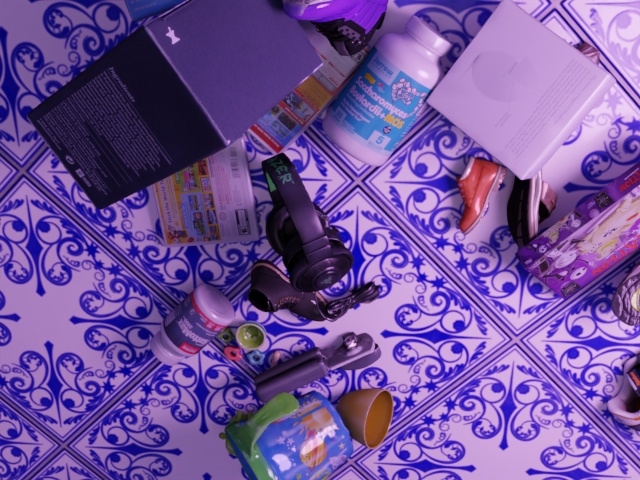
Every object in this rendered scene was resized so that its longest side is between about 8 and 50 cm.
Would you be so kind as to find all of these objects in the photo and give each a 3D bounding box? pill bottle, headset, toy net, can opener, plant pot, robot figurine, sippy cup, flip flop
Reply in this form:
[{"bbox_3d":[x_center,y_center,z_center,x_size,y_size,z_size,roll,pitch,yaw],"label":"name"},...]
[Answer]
[{"bbox_3d":[0.129,-0.279,1.432,0.146,0.146,0.264,32,111,-9],"label":"pill bottle"},{"bbox_3d":[0.000,0.000,1.532,0.185,0.243,0.394,-23,125,-7],"label":"headset"},{"bbox_3d":[-0.142,0.283,1.745,0.122,0.045,0.232,-22,109,12],"label":"toy net"},{"bbox_3d":[-0.002,0.289,1.699,0.284,0.076,0.095,-25,119,3],"label":"can opener"},{"bbox_3d":[0.091,0.388,1.734,0.095,0.134,0.134,10,116,31],"label":"plant pot"},{"bbox_3d":[-0.185,0.454,1.808,0.101,0.067,0.115,9,114,-12],"label":"robot figurine"},{"bbox_3d":[-0.057,0.452,1.694,0.224,0.305,0.240,-30,83,-16],"label":"sippy cup"},{"bbox_3d":[-0.283,0.189,1.685,0.108,0.108,0.180,42,110,-12],"label":"pill bottle"},{"bbox_3d":[0.422,-0.096,1.515,0.080,0.112,0.277,-4,107,-9],"label":"flip flop"}]

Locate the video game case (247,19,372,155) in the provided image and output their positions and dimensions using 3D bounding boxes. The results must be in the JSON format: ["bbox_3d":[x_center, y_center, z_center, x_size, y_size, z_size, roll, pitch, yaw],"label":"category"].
[{"bbox_3d":[-0.062,-0.326,1.494,0.204,0.025,0.285,42,110,-12],"label":"video game case"}]

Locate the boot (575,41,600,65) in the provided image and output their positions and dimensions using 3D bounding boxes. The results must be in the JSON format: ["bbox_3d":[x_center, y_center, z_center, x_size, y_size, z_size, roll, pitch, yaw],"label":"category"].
[{"bbox_3d":[0.453,-0.346,1.437,0.114,0.037,0.106,-27,106,11],"label":"boot"}]

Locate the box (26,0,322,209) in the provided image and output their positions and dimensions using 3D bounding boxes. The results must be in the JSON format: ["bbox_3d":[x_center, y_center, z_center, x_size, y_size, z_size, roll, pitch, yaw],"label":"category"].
[{"bbox_3d":[-0.249,-0.256,1.315,0.396,0.293,0.212,-18,113,45],"label":"box"}]

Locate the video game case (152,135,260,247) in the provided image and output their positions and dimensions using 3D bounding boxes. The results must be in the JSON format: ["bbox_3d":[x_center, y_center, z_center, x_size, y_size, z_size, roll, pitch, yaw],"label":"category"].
[{"bbox_3d":[-0.242,-0.099,1.606,0.206,0.026,0.226,-5,113,7],"label":"video game case"}]

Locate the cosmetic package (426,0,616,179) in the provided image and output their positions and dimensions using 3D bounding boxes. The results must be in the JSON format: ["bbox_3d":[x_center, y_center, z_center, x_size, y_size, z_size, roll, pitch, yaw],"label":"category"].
[{"bbox_3d":[0.356,-0.263,1.370,0.225,0.138,0.224,44,112,16],"label":"cosmetic package"}]

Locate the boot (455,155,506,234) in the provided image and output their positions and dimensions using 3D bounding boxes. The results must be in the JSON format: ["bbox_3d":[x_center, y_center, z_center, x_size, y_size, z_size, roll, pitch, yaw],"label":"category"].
[{"bbox_3d":[0.300,-0.091,1.547,0.085,0.059,0.157,22,104,-1],"label":"boot"}]

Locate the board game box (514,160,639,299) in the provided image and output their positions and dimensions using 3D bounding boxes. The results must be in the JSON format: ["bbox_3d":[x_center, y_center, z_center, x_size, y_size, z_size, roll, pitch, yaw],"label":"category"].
[{"bbox_3d":[0.566,-0.029,1.495,0.347,0.056,0.208,-40,144,19],"label":"board game box"}]

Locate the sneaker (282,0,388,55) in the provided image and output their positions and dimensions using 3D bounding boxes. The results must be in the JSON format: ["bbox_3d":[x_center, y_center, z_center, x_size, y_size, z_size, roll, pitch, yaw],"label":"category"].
[{"bbox_3d":[0.039,-0.384,1.330,0.102,0.293,0.146,20,123,27],"label":"sneaker"}]

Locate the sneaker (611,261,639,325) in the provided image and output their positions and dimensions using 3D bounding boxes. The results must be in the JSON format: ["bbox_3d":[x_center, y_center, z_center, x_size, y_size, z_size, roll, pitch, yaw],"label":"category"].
[{"bbox_3d":[0.688,0.050,1.547,0.300,0.121,0.111,-41,83,1],"label":"sneaker"}]

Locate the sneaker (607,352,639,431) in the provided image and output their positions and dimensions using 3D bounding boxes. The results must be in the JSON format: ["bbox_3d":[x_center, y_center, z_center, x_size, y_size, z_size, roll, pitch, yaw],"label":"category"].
[{"bbox_3d":[0.732,0.277,1.622,0.128,0.126,0.321,22,114,-10],"label":"sneaker"}]

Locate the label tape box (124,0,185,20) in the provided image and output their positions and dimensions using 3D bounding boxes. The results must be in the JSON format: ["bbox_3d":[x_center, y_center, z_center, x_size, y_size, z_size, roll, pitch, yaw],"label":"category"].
[{"bbox_3d":[-0.267,-0.594,1.356,0.249,0.115,0.347,-14,108,10],"label":"label tape box"}]

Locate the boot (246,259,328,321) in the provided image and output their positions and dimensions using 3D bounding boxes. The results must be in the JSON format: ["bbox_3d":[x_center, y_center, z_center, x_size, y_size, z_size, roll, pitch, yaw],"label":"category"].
[{"bbox_3d":[-0.072,0.136,1.627,0.198,0.137,0.077,31,112,-8],"label":"boot"}]
